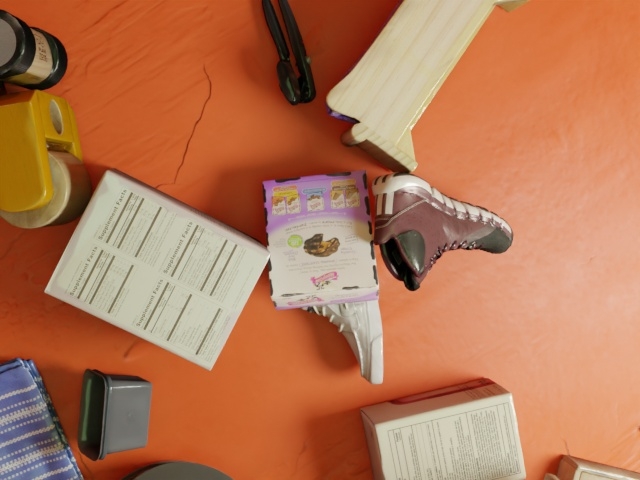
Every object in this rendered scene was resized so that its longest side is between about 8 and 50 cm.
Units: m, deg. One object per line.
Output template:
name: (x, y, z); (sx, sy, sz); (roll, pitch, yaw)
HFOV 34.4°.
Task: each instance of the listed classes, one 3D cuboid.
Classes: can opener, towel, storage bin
can opener: (-0.048, -0.304, 1.631); (0.059, 0.073, 0.186); (-12, 87, 0)
towel: (-0.506, 0.374, 1.622); (0.243, 0.040, 0.336); (-22, 98, -6)
storage bin: (-0.322, 0.270, 1.623); (0.091, 0.098, 0.135); (4, 94, -37)

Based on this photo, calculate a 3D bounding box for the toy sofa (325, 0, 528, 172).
toy sofa: (0.160, -0.292, 1.617); (0.177, 0.150, 0.362); (34, 89, -5)

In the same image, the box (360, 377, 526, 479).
box: (0.197, 0.329, 1.684); (0.232, 0.127, 0.148); (-11, 97, -8)

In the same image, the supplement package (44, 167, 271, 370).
supplement package: (-0.242, 0.037, 1.554); (0.263, 0.199, 0.198); (27, 91, -10)

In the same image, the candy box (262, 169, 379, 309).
candy box: (0.000, 0.000, 1.598); (0.165, 0.070, 0.196); (-5, 69, 2)

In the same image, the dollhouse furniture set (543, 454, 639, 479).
dollhouse furniture set: (0.484, 0.525, 1.609); (0.362, 0.394, 0.256); (15, 92, -10)

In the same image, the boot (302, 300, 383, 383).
boot: (0.031, 0.109, 1.667); (0.123, 0.095, 0.258); (-7, 87, -2)

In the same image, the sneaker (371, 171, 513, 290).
sneaker: (0.182, 0.014, 1.621); (0.281, 0.106, 0.162); (22, 68, -30)

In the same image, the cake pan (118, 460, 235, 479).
cake pan: (-0.208, 0.467, 1.580); (0.293, 0.054, 0.293); (12, 52, -16)

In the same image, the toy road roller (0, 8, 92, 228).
toy road roller: (-0.491, -0.168, 1.507); (0.241, 0.202, 0.329); (-13, 91, 4)
